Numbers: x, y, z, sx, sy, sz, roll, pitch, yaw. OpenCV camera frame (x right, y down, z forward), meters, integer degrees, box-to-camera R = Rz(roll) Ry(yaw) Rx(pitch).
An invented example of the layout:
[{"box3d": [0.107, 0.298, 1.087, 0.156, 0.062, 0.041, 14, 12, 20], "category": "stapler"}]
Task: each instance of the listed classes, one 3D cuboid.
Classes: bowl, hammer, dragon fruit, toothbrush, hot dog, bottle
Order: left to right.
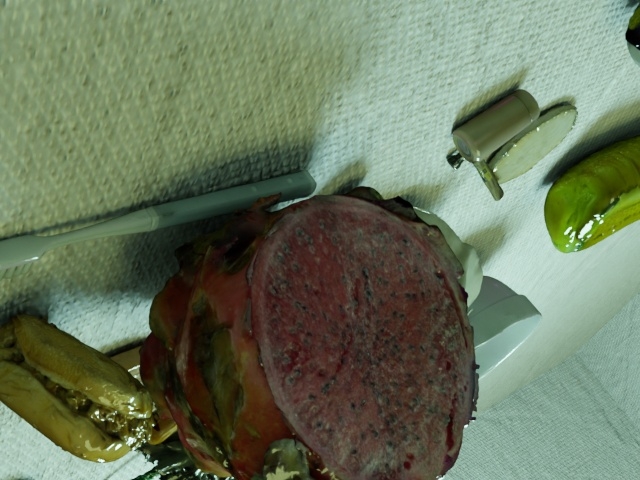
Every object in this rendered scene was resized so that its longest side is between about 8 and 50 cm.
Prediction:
[{"box3d": [-0.126, -0.019, 0.858, 0.342, 0.025, 0.030, -18, 155, -43], "category": "toothbrush"}, {"box3d": [-0.179, 0.206, 1.278, 0.122, 0.049, 0.037, -42, 124, 2], "category": "hot dog"}, {"box3d": [-0.028, 0.121, 0.957, 0.314, 0.296, 0.263, -3, 163, -45], "category": "dragon fruit"}, {"box3d": [0.206, 0.155, 1.678, 0.287, 0.144, 0.287, -33, 162, -12], "category": "bowl"}, {"box3d": [0.204, -0.086, 1.268, 0.062, 0.017, 0.182, -41, 154, 6], "category": "hammer"}, {"box3d": [0.195, -0.127, 1.142, 0.096, 0.045, 0.045, -34, 161, -12], "category": "bottle"}]

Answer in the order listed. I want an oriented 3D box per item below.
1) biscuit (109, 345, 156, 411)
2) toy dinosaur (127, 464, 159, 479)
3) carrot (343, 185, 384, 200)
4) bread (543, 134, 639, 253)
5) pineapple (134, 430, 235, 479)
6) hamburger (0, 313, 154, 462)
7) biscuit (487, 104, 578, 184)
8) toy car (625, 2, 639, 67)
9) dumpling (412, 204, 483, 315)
[{"box3d": [-0.212, 0.162, 1.130, 0.142, 0.029, 0.220, -43, 161, 14], "category": "biscuit"}, {"box3d": [-0.133, 0.296, 1.494, 0.383, 0.076, 0.129, -37, 130, -17], "category": "toy dinosaur"}, {"box3d": [0.000, 0.000, 1.095, 0.161, 0.055, 0.055, -33, 162, 11], "category": "carrot"}, {"box3d": [0.492, -0.104, 1.620, 0.383, 0.112, 0.166, -23, 154, -35], "category": "bread"}, {"box3d": [-0.076, 0.234, 1.383, 0.361, 0.175, 0.175, -17, 156, -15], "category": "pineapple"}, {"box3d": [-0.210, 0.125, 0.868, 0.083, 0.147, 0.138, -54, 169, -5], "category": "hamburger"}, {"box3d": [0.273, -0.121, 1.332, 0.152, 0.020, 0.152, -32, 160, -13], "category": "biscuit"}, {"box3d": [0.472, -0.277, 1.089, 0.314, 0.198, 0.166, -55, -172, 36], "category": "toy car"}, {"box3d": [0.067, 0.086, 1.238, 0.341, 0.181, 0.260, -8, 128, -15], "category": "dumpling"}]
